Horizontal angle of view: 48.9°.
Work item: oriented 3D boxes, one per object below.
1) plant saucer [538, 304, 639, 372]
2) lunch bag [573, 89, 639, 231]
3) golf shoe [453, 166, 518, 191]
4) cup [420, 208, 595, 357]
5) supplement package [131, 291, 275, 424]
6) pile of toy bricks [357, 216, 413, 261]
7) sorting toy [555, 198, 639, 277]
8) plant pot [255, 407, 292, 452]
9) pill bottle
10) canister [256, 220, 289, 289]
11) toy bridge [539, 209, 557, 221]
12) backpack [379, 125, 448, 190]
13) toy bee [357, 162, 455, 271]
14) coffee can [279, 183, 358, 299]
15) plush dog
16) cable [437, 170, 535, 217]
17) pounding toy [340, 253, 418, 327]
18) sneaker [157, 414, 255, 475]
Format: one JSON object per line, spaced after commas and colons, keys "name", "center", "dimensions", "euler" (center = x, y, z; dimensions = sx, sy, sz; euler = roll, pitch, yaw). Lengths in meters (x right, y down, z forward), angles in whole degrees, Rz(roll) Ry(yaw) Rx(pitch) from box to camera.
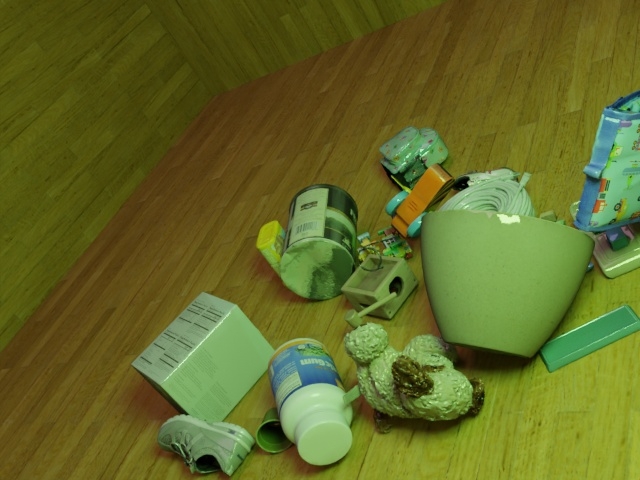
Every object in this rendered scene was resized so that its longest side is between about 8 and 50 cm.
{"name": "plant saucer", "center": [0.503, 0.180, 1.319], "dimensions": [0.192, 0.018, 0.067], "euler": [-28, 29, 11]}
{"name": "lunch bag", "center": [0.564, -0.142, 1.267], "dimensions": [0.293, 0.220, 0.138], "euler": [-19, 37, -39]}
{"name": "golf shoe", "center": [0.426, -0.146, 1.825], "dimensions": [0.086, 0.067, 0.186], "euler": [-23, 13, -34]}
{"name": "cup", "center": [0.341, 0.096, 1.360], "dimensions": [0.331, 0.331, 0.236], "euler": [1, 77, 48]}
{"name": "supplement package", "center": [-0.292, 0.304, 1.786], "dimensions": [0.262, 0.199, 0.198], "euler": [-47, 30, -21]}
{"name": "pile of toy bricks", "center": [0.201, 0.007, 1.835], "dimensions": [0.212, 0.118, 0.105], "euler": [-26, 61, -2]}
{"name": "sorting toy", "center": [0.626, -0.042, 1.429], "dimensions": [0.348, 0.047, 0.196], "euler": [-27, 49, 15]}
{"name": "plant pot", "center": [-0.099, 0.412, 1.558], "dimensions": [0.083, 0.083, 0.079], "euler": [-31, 16, 8]}
{"name": "pill bottle", "center": [-0.019, 0.339, 1.491], "dimensions": [0.152, 0.152, 0.272], "euler": [-34, 29, 3]}
{"name": "canister", "center": [-0.109, 0.041, 2.022], "dimensions": [0.073, 0.170, 0.126], "euler": [-24, 30, 20]}
{"name": "toy bridge", "center": [0.495, 0.006, 1.583], "dimensions": [0.063, 0.026, 0.188], "euler": [-18, 33, 33]}
{"name": "backpack", "center": [0.279, -0.259, 2.097], "dimensions": [0.188, 0.144, 0.166], "euler": [-32, 23, 0]}
{"name": "toy bee", "center": [0.218, -0.070, 1.682], "dimensions": [0.298, 0.195, 0.162], "euler": [-28, -6, 33]}
{"name": "coffee can", "center": [0.000, 0.000, 1.935], "dimensions": [0.202, 0.201, 0.275], "euler": [-24, 31, 20]}
{"name": "plush dog", "center": [0.185, 0.278, 1.341], "dimensions": [0.225, 0.263, 0.210], "euler": [-2, 75, 59]}
{"name": "cable", "center": [0.389, -0.044, 1.708], "dimensions": [0.257, 0.089, 0.257], "euler": [-13, 36, 36]}
{"name": "pounding toy", "center": [0.140, 0.143, 1.681], "dimensions": [0.181, 0.094, 0.206], "euler": [7, 49, 52]}
{"name": "sneaker", "center": [-0.287, 0.476, 1.618], "dimensions": [0.281, 0.105, 0.115], "euler": [-10, 37, 38]}
